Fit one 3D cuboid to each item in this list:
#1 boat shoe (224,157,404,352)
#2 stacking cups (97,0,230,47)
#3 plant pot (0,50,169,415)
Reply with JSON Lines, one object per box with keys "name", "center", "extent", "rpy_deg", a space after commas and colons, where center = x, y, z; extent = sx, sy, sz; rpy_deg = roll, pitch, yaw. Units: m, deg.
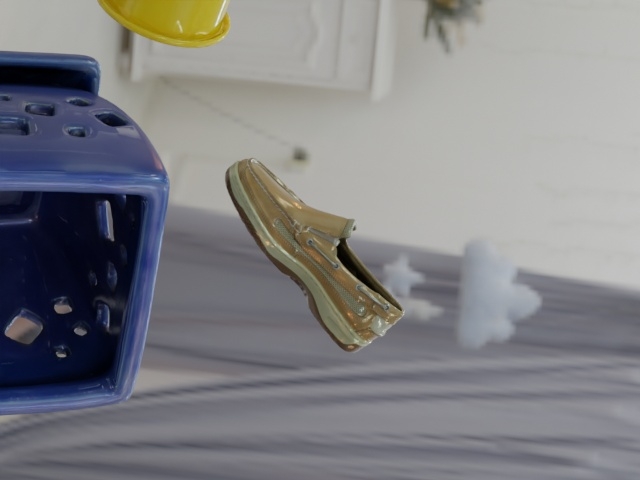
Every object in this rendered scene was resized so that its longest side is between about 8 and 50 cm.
{"name": "boat shoe", "center": [0.000, 0.000, 1.220], "extent": [0.190, 0.072, 0.068], "rpy_deg": [51, 23, -10]}
{"name": "stacking cups", "center": [-0.048, -0.267, 0.870], "extent": [0.096, 0.096, 0.316], "rpy_deg": [-71, -174, -55]}
{"name": "plant pot", "center": [-0.264, -0.018, 1.129], "extent": [0.212, 0.235, 0.236], "rpy_deg": [-117, -147, -45]}
